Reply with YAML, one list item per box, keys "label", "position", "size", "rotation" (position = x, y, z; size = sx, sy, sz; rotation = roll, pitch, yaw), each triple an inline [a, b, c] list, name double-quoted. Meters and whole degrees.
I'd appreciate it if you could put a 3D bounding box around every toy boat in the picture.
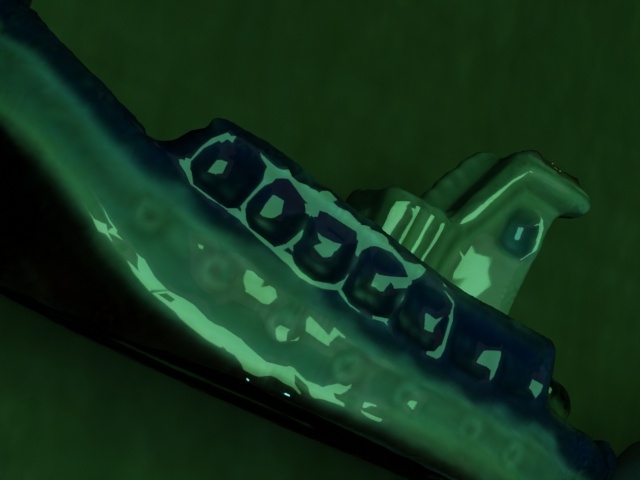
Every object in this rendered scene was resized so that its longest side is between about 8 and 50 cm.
- label: "toy boat"
  position: [0.000, 0.000, 0.441]
  size: [0.262, 0.114, 0.115]
  rotation: [26, 78, -18]

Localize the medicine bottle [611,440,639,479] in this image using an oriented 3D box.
- label: "medicine bottle"
  position: [0.185, 0.194, 0.479]
  size: [0.152, 0.152, 0.254]
  rotation: [7, 74, -28]
